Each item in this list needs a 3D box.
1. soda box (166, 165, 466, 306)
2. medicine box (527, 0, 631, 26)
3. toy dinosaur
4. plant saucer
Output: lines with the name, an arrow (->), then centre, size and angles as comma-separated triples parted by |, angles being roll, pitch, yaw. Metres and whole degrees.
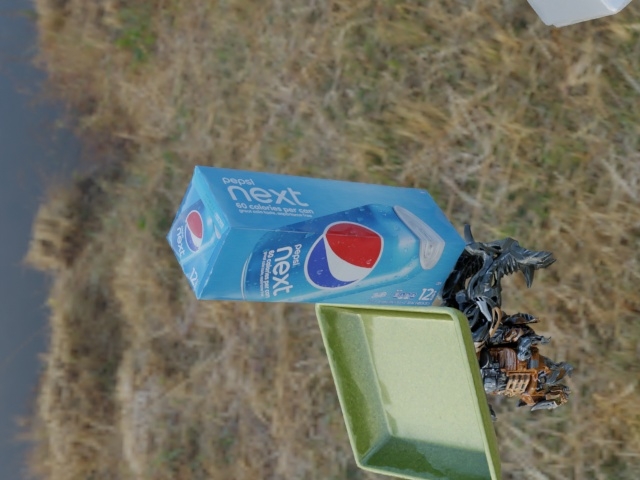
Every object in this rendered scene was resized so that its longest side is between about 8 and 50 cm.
soda box -> 0.000, 0.000, 0.889 | 0.071, 0.210, 0.067 | 57, 132, 41
medicine box -> 0.250, -0.375, 1.023 | 0.289, 0.263, 0.149 | -40, 9, -4
toy dinosaur -> 0.193, 0.105, 1.527 | 0.164, 0.322, 0.219 | 10, 76, 50
plant saucer -> 0.093, 0.140, 1.160 | 0.188, 0.045, 0.189 | 1, 111, 47
